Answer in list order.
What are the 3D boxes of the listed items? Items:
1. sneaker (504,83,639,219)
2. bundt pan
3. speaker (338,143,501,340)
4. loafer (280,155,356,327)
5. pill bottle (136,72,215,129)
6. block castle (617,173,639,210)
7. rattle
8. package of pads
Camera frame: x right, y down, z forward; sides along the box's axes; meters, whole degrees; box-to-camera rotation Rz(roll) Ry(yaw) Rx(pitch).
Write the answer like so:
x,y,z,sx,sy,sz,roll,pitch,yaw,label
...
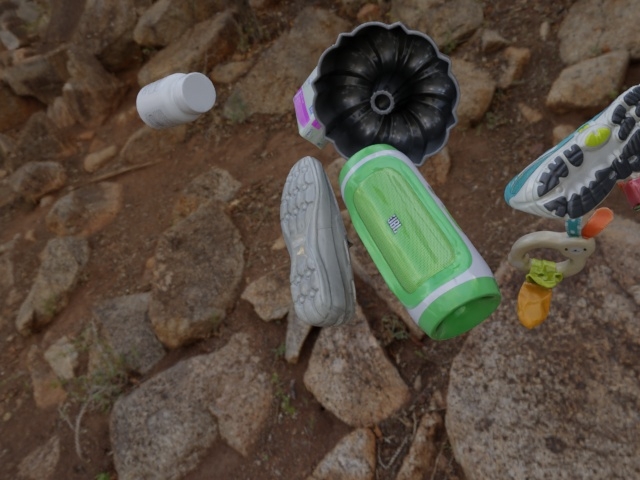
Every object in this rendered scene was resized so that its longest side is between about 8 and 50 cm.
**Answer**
x,y,z,sx,sy,sz,roll,pitch,yaw,label
0.360,-0.121,0.707,0.275,0.107,0.110,-30,8,-11,sneaker
0.152,-0.325,1.194,0.331,0.330,0.124,-9,27,27,bundt pan
0.135,-0.007,0.790,0.131,0.131,0.296,-22,56,-9,speaker
0.000,0.000,0.970,0.111,0.319,0.112,13,-27,-41,loafer
-0.389,-0.380,1.456,0.229,0.131,0.131,1,28,46,pill bottle
0.865,-0.187,1.264,0.303,0.212,0.453,-32,-14,31,block castle
0.402,0.044,0.909,0.142,0.130,0.200,-51,3,-30,rattle
0.026,-0.438,1.598,0.229,0.101,0.296,-49,29,23,package of pads
